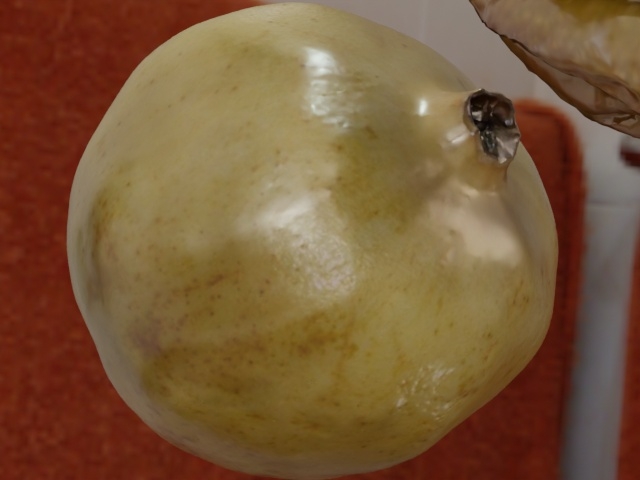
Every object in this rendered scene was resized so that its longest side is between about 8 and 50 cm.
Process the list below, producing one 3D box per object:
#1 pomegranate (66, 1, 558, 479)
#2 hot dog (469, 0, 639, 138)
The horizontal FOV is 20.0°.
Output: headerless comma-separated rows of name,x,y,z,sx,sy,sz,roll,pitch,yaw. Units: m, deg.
pomegranate,-0.005,0.004,0.831,0.233,0.233,0.233,6,-8,1
hot dog,0.179,-0.178,0.656,0.267,0.174,0.387,-22,20,33
